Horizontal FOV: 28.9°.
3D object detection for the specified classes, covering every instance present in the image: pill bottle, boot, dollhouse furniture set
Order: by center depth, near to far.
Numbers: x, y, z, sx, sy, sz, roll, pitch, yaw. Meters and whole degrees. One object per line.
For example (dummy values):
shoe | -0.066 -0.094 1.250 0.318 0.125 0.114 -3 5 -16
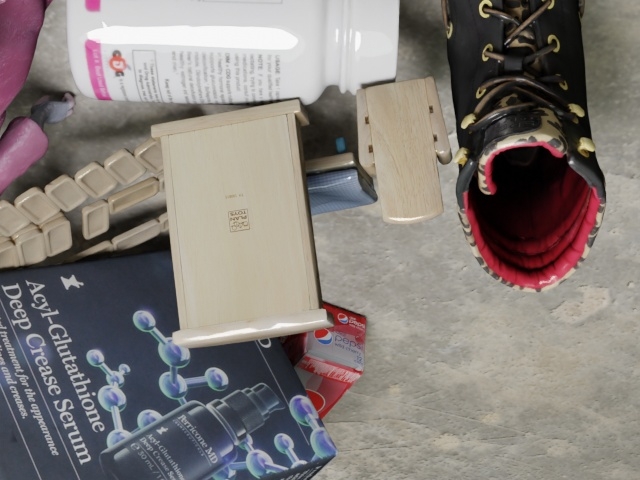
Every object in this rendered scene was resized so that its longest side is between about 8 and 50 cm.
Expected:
boot | 0.165 -0.166 1.045 0.138 0.284 0.377 -2 137 5
pill bottle | -0.073 -0.201 1.112 0.283 0.160 0.160 2 137 1
dollhouse furniture set | 0.000 0.000 1.207 0.286 0.198 0.303 -9 169 9

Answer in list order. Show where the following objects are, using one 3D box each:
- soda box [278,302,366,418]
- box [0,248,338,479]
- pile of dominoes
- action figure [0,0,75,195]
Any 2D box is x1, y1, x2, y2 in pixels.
soda box | -0.039 0.189 1.578 0.083 0.092 0.263 21 134 -18
box | -0.234 0.195 1.327 0.395 0.293 0.212 -9 150 -43
pile of dominoes | -0.234 -0.041 1.287 0.251 0.040 0.196 -26 157 -21
action figure | -0.326 -0.111 1.119 0.248 0.275 0.370 1 134 -21
